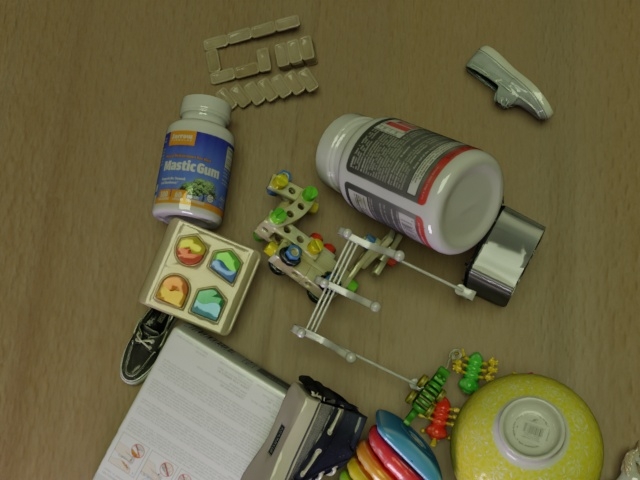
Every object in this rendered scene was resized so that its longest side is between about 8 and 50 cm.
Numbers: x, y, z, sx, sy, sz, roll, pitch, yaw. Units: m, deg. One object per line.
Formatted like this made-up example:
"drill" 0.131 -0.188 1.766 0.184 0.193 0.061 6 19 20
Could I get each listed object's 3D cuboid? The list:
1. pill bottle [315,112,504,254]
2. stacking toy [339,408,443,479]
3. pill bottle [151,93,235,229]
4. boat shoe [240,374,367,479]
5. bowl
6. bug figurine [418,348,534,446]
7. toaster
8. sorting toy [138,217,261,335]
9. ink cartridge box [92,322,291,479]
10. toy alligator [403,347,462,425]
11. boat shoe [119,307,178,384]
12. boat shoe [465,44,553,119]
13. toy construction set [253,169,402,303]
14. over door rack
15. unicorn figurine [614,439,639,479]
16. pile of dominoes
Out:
"pill bottle" 0.167 -0.129 1.713 0.363 0.210 0.210 30 77 43
"stacking toy" 0.084 0.494 1.669 0.175 0.166 0.302 44 94 -1
"pill bottle" -0.268 -0.171 1.845 0.152 0.152 0.271 6 77 5
"boat shoe" -0.038 0.438 1.632 0.158 0.127 0.340 26 95 -24
"bowl" 0.383 0.366 1.566 0.290 0.156 0.289 -3 62 6
"bug figurine" 0.346 0.345 1.719 0.279 0.072 0.216 18 73 10
"toaster" 0.371 0.029 1.742 0.110 0.185 0.168 27 78 14
"sorting toy" -0.251 0.075 1.769 0.208 0.038 0.193 22 84 0
"ink cartridge box" -0.248 0.410 1.749 0.308 0.091 0.385 30 96 9
"toy alligator" 0.225 0.285 1.678 0.056 0.051 0.189 38 76 3
"boat shoe" -0.362 0.199 1.797 0.078 0.070 0.219 24 78 9
"boat shoe" 0.415 -0.334 1.894 0.081 0.079 0.227 -43 72 2
"toy construction set" 0.000 0.000 1.799 0.328 0.151 0.215 28 55 3
"over door rack" 0.137 0.144 1.696 0.324 0.108 0.239 26 89 -12
"unicorn figurine" 0.603 0.483 1.675 0.162 0.060 0.111 -31 77 -5
"pile of dominoes" -0.133 -0.401 1.968 0.251 0.040 0.195 -13 76 8
